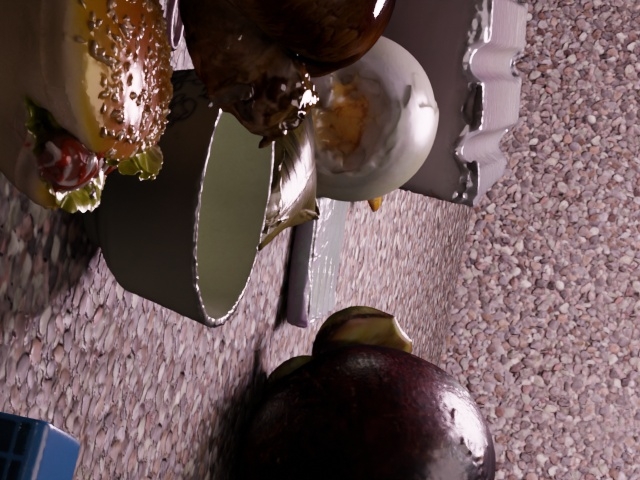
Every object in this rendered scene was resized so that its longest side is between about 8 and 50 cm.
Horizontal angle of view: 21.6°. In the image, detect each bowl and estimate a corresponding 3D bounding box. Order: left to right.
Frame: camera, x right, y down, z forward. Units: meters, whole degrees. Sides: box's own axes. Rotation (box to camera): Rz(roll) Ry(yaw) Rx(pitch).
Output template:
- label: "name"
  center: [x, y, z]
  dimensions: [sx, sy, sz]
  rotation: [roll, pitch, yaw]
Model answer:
- label: "bowl"
  center: [-0.115, -0.043, 1.307]
  dimensions: [0.211, 0.112, 0.211]
  rotation: [11, 90, -79]

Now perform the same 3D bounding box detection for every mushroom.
- label: "mushroom"
  center: [-0.043, -0.215, 1.170]
  dimensions: [0.297, 0.163, 0.278]
  rotation: [-122, -172, -85]

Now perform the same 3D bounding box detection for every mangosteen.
- label: "mangosteen"
  center: [0.053, 0.255, 1.922]
  dimensions: [0.330, 0.330, 0.330]
  rotation: [10, 90, -78]

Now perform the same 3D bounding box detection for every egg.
- label: "egg"
  center: [0.033, -0.133, 1.782]
  dimensions: [0.217, 0.183, 0.183]
  rotation: [-62, 160, -82]

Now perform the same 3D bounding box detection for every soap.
- label: "soap"
  center: [0.134, -0.243, 2.078]
  dimensions: [0.435, 0.213, 0.350]
  rotation: [-29, 123, -74]

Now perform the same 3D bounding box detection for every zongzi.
- label: "zongzi"
  center: [-0.059, -0.099, 1.583]
  dimensions: [0.205, 0.094, 0.204]
  rotation: [-40, 134, -72]

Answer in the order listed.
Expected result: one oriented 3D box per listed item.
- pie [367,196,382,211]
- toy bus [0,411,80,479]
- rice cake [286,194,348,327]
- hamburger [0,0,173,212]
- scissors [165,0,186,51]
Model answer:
- label: "pie"
  center: [0.064, -0.113, 2.302]
  dimensions: [0.170, 0.034, 0.092]
  rotation: [73, 23, -50]
- label: "toy bus"
  center: [-0.218, 0.196, 1.028]
  dimensions: [0.090, 0.106, 0.184]
  rotation: [68, 34, -73]
- label: "rice cake"
  center: [0.000, 0.000, 2.074]
  dimensions: [0.189, 0.037, 0.198]
  rotation: [-30, 128, -75]
- label: "hamburger"
  center: [-0.151, -0.108, 1.069]
  dimensions: [0.210, 0.116, 0.173]
  rotation: [-42, 139, -78]
- label: "scissors"
  center: [-0.107, -0.247, 1.395]
  dimensions: [0.085, 0.022, 0.176]
  rotation: [-51, 151, -65]
